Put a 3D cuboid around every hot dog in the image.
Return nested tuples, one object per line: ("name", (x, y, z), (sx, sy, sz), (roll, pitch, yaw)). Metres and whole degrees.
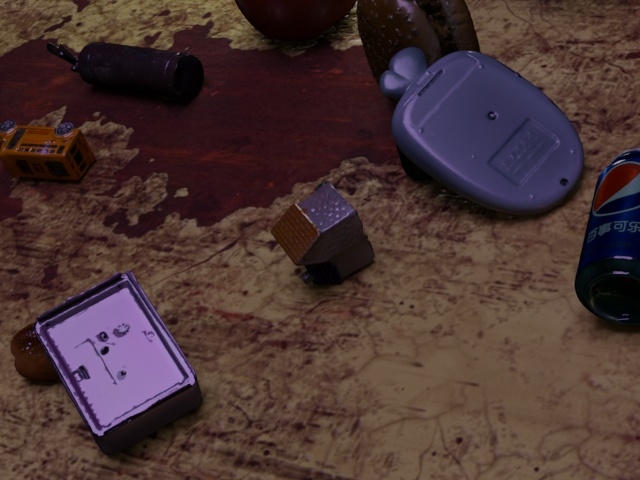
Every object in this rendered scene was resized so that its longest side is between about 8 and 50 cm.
("hot dog", (-0.333, 0.136, 1.833), (0.140, 0.060, 0.089), (-26, 45, 7))

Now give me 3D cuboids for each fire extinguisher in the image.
("fire extinguisher", (-0.313, -0.277, 2.229), (0.268, 0.089, 0.072), (12, 77, 33))

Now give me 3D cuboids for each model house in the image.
("model house", (0.000, 0.000, 1.791), (0.100, 0.100, 0.088), (-34, 43, -8))

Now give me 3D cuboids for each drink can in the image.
("drink can", (0.363, -0.006, 1.622), (0.118, 0.118, 0.205), (-1, 45, 24))

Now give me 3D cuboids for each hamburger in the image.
("hamburger", (0.123, -0.290, 1.954), (0.122, 0.215, 0.189), (-29, 40, -15))

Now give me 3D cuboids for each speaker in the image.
("speaker", (0.140, -0.109, 1.861), (0.060, 0.075, 0.094), (-28, 51, -5))

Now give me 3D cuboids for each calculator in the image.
("calculator", (0.201, -0.149, 1.815), (0.299, 0.041, 0.185), (39, 73, 16))

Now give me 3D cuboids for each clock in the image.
("clock", (-0.247, 0.147, 1.727), (0.145, 0.073, 0.193), (-28, 58, -13))

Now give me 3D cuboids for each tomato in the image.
("tomato", (-0.043, -0.419, 2.183), (0.208, 0.184, 0.208), (-14, 41, 12))

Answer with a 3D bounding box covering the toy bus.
("toy bus", (-0.429, -0.134, 2.145), (0.162, 0.069, 0.074), (4, 50, 26))
